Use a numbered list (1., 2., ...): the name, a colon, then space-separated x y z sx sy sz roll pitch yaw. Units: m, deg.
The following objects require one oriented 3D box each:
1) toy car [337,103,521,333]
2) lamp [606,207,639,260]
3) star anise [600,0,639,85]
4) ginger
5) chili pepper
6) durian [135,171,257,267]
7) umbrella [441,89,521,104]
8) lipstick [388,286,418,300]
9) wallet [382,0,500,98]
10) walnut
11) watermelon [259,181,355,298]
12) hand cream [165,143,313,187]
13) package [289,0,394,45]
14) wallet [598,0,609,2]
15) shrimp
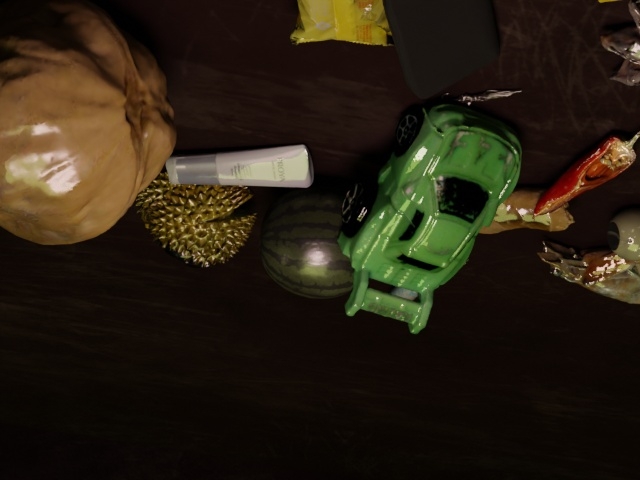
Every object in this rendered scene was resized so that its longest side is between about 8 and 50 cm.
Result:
1. toy car: 0.172 -0.039 1.777 0.213 0.176 0.358 19 126 -24
2. lamp: 0.576 -0.015 1.909 0.163 0.091 0.091 -6 152 -9
3. star anise: 0.479 -0.245 1.523 0.208 0.063 0.172 12 152 -8
4. ginger: 0.336 -0.050 1.901 0.190 0.069 0.095 0 127 22
5. chili pepper: 0.431 -0.112 1.769 0.059 0.050 0.268 36 133 -13
6. durian: -0.241 -0.026 2.022 0.237 0.137 0.193 -19 142 40
7. umbrella: 0.243 -0.217 1.686 0.122 0.013 0.022 -1 129 18
8. lipstick: 0.180 0.092 2.220 0.048 0.048 0.158 15 150 -13
9. wallet: 0.160 -0.295 1.478 0.149 0.044 0.250 -31 147 -1
10. walnut: -0.405 -0.170 1.607 0.384 0.383 0.383 6 151 3
11. watermelon: 0.000 0.000 1.940 0.212 0.212 0.212 6 151 3
12. hand cream: -0.137 -0.125 1.907 0.255 0.048 0.079 0 125 14
13. package: 0.031 -0.332 1.453 0.168 0.090 0.226 1 150 5
14. wallet: 0.398 -0.378 1.316 0.141 0.067 0.241 -3 154 10
15. shrimp: 0.547 0.045 2.031 0.317 0.077 0.168 12 141 -16
